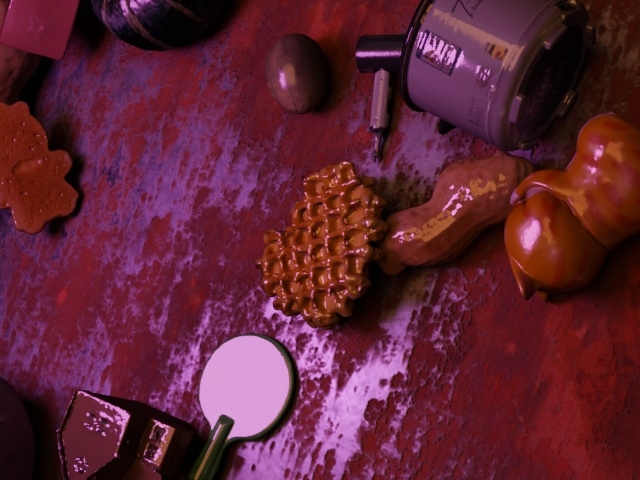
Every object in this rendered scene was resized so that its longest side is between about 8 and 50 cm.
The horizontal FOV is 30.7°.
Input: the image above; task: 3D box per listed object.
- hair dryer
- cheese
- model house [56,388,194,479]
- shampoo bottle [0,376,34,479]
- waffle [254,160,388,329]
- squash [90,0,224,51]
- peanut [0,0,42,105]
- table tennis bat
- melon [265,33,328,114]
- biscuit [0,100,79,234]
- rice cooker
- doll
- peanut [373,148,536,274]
[{"bbox_3d":[0.100,-0.216,1.774,0.100,0.057,0.198,6,89,28],"label":"hair dryer"},{"bbox_3d":[-0.486,-0.408,2.010,0.203,0.128,0.177,159,123,-67],"label":"cheese"},{"bbox_3d":[-0.304,0.374,1.753,0.176,0.181,0.248,18,86,29],"label":"model house"},{"bbox_3d":[-0.631,0.341,1.850,0.317,0.322,0.323,-9,74,17],"label":"shampoo bottle"},{"bbox_3d":[0.001,0.000,1.718,0.249,0.056,0.253,28,104,48],"label":"waffle"},{"bbox_3d":[-0.273,-0.442,1.945,0.252,0.165,0.252,-12,69,34],"label":"squash"},{"bbox_3d":[-0.605,-0.243,2.057,0.169,0.192,0.387,0,68,62],"label":"peanut"},{"bbox_3d":[-0.134,0.263,1.780,0.160,0.039,0.257,24,84,29],"label":"table tennis bat"},{"bbox_3d":[-0.037,-0.260,1.821,0.098,0.098,0.131,-11,70,24],"label":"melon"},{"bbox_3d":[-0.510,-0.126,1.990,0.166,0.036,0.225,-33,100,-18],"label":"biscuit"},{"bbox_3d":[0.231,-0.262,1.607,0.227,0.241,0.281,31,131,26],"label":"rice cooker"},{"bbox_3d":[0.355,-0.045,1.536,0.269,0.166,0.162,-41,61,16],"label":"doll"},{"bbox_3d":[0.189,-0.037,1.651,0.263,0.101,0.117,-38,53,17],"label":"peanut"}]
